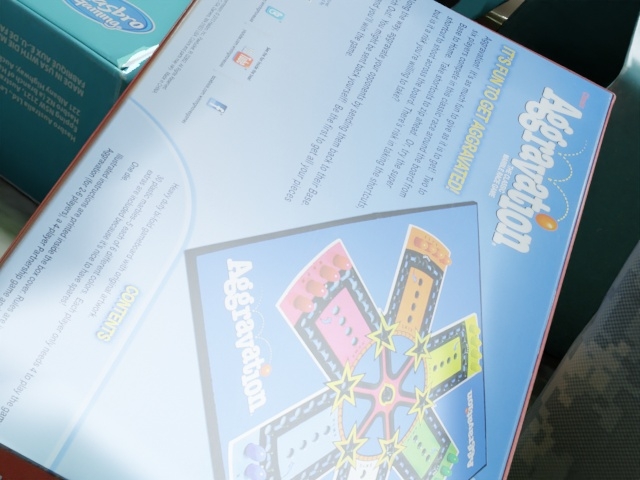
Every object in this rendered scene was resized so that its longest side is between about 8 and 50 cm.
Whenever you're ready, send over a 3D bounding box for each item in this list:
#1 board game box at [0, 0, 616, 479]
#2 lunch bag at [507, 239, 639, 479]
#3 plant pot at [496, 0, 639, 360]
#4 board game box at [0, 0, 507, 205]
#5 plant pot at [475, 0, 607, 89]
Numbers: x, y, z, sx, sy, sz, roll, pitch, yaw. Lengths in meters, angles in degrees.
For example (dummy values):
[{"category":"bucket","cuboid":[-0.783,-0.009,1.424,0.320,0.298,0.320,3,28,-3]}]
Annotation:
[{"category":"board game box","cuboid":[0.000,0.000,0.530,0.145,0.027,0.281,27,38,0]},{"category":"lunch bag","cuboid":[0.219,0.036,0.584,0.169,0.235,0.287,40,19,33]},{"category":"plant pot","cuboid":[0.190,-0.017,0.773,0.234,0.166,0.165,34,51,-11]},{"category":"board game box","cuboid":[-0.070,-0.156,0.769,0.254,0.079,0.336,35,41,21]},{"category":"plant pot","cuboid":[0.126,-0.146,0.971,0.237,0.109,0.237,24,16,-7]}]
